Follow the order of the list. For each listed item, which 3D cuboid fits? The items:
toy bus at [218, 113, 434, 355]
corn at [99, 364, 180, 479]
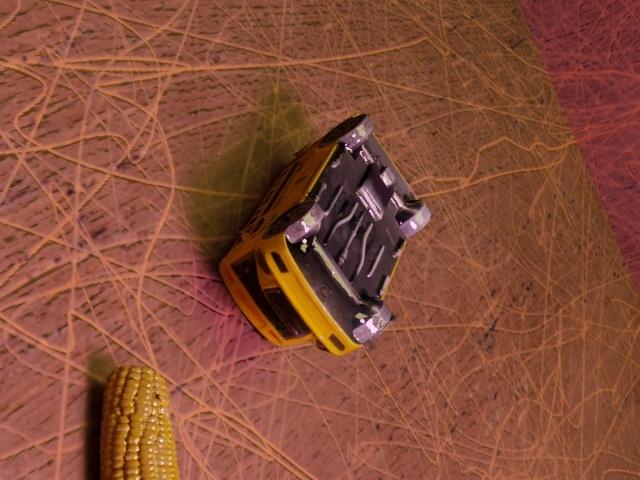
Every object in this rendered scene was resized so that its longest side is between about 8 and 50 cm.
[{"bbox_3d":[0.000,0.000,1.463,0.144,0.152,0.330,55,27,-15],"label":"toy bus"},{"bbox_3d":[-0.143,0.197,1.144,0.067,0.067,0.206,32,44,-51],"label":"corn"}]
